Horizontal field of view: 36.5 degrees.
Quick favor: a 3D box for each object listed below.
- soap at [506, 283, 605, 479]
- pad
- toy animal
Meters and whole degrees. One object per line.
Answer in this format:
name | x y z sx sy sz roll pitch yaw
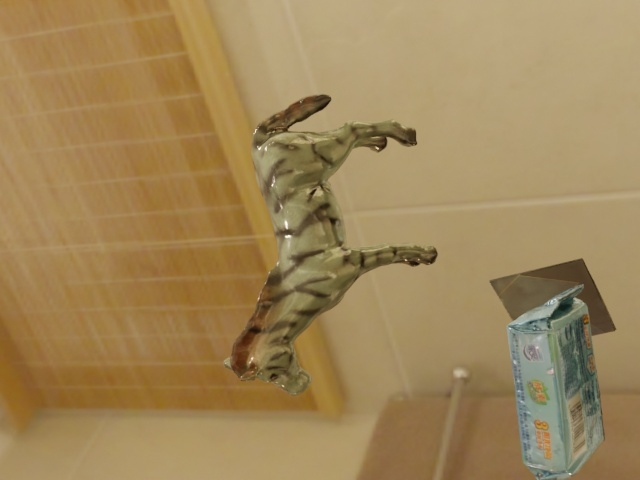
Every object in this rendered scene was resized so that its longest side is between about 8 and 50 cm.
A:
soap | 0.357 0.223 1.460 0.156 0.077 0.293 -15 -81 -51
pad | 0.408 0.116 1.692 0.243 0.164 0.004 51 -149 -45
toy animal | 0.016 0.005 0.830 0.090 0.170 0.255 155 121 -68
